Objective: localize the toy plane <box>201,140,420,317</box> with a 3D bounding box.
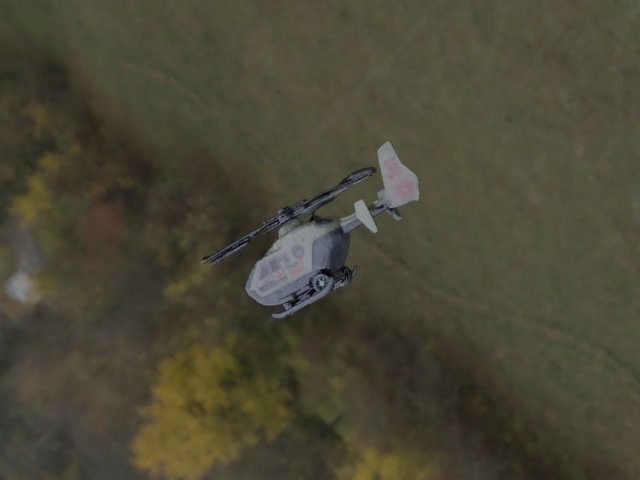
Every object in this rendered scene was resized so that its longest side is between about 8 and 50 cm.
[{"bbox_3d":[0.000,0.000,0.778,0.049,0.121,0.031,62,-154,3],"label":"toy plane"}]
